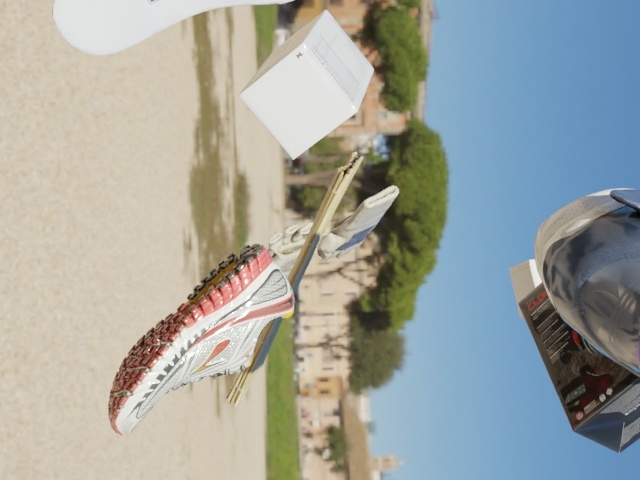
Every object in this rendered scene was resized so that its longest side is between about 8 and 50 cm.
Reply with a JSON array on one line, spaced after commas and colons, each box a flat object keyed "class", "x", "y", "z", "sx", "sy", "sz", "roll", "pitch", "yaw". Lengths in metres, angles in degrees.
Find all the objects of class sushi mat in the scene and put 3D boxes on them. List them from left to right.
[{"class": "sushi mat", "x": -0.028, "y": 0.041, "z": 1.116, "sx": 0.316, "sy": 0.019, "sz": 0.151, "roll": -64, "pitch": 177, "yaw": 14}]

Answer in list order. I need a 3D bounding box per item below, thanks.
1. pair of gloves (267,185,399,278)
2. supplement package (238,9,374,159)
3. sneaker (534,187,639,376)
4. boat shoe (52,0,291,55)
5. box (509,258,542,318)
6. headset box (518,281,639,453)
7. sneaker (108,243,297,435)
[{"class": "pair of gloves", "x": 0.000, "y": 0.000, "z": 1.440, "sx": 0.042, "sy": 0.240, "sz": 0.204, "roll": 56, "pitch": -26, "yaw": 14}, {"class": "supplement package", "x": -0.017, "y": -0.256, "z": 1.485, "sx": 0.139, "sy": 0.134, "sz": 0.244, "roll": 49, "pitch": 23, "yaw": -13}, {"class": "sneaker", "x": 0.318, "y": 0.029, "z": 0.679, "sx": 0.236, "sy": 0.322, "sz": 0.130, "roll": -122, "pitch": -142, "yaw": -61}, {"class": "boat shoe", "x": -0.110, "y": -0.268, "z": 0.889, "sx": 0.102, "sy": 0.301, "sz": 0.108, "roll": -100, "pitch": 166, "yaw": -57}, {"class": "box", "x": 0.411, "y": 0.084, "z": 1.688, "sx": 0.101, "sy": 0.087, "sz": 0.102, "roll": 134, "pitch": -56, "yaw": -75}, {"class": "headset box", "x": 0.430, "y": 0.122, "z": 1.350, "sx": 0.218, "sy": 0.110, "sz": 0.293, "roll": -47, "pitch": -149, "yaw": 27}, {"class": "sneaker", "x": -0.113, "y": 0.109, "z": 0.897, "sx": 0.093, "sy": 0.225, "sz": 0.088, "roll": 51, "pitch": -10, "yaw": -18}]
